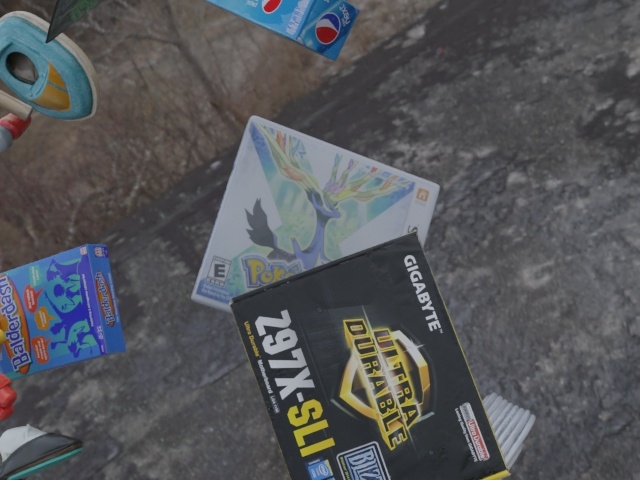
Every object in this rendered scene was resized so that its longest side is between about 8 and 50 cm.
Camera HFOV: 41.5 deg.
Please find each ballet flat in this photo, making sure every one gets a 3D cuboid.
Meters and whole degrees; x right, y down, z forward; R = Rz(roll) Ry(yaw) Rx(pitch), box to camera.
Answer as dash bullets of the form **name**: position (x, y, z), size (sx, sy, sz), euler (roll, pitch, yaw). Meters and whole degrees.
- **ballet flat**: position (-0.514, 0.371, 1.408), size (0.280, 0.096, 0.095), euler (-35, -15, 22)

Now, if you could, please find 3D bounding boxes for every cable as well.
- **cable**: position (0.203, 0.333, 1.209), size (0.089, 0.257, 0.257), euler (37, 76, 15)

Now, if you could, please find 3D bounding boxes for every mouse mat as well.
- **mouse mat**: position (-0.334, -0.364, 1.227), size (0.152, 0.007, 0.189), euler (-48, 11, -25)

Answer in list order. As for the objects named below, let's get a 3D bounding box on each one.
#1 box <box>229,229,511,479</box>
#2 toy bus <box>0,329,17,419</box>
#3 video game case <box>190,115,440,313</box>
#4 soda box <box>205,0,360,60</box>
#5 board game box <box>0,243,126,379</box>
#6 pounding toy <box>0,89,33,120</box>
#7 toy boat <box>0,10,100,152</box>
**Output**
- **box**: position (0.058, 0.181, 1.064), size (0.257, 0.322, 0.079), euler (-20, -6, -1)
- **toy bus**: position (-0.506, 0.182, 1.134), size (0.149, 0.211, 0.220), euler (-41, -13, -50)
- **video game case**: position (0.000, 0.000, 1.313), size (0.036, 0.329, 0.300), euler (159, 129, -74)
- **soda box**: position (-0.053, -0.283, 1.010), size (0.210, 0.071, 0.067), euler (36, 103, 43)
- **board game box**: position (-0.393, 0.108, 1.236), size (0.210, 0.160, 0.047), euler (-17, -9, 24)
- **pounding toy**: position (-0.440, -0.089, 0.875), size (0.237, 0.183, 0.110), euler (-50, 7, 24)
- **toy boat**: position (-0.624, -0.313, 1.810), size (0.318, 0.267, 0.148), euler (-44, 13, 35)
